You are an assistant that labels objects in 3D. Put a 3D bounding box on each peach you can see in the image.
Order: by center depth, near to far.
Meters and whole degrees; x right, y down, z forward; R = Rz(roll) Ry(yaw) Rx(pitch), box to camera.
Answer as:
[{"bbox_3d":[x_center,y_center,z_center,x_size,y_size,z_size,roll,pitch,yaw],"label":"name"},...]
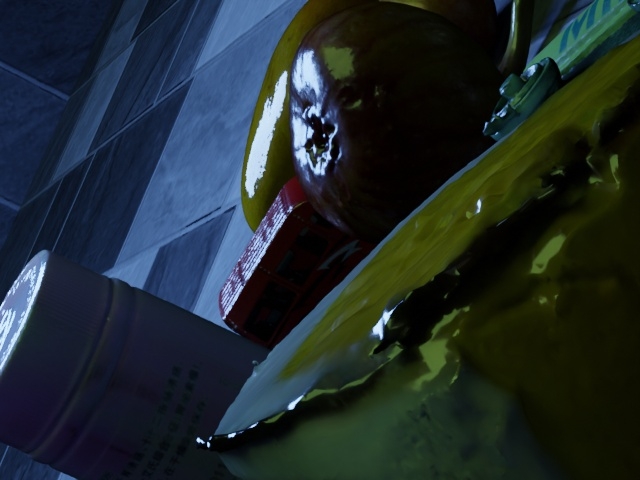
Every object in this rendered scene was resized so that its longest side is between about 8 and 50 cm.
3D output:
[{"bbox_3d":[0.092,-0.172,1.537,0.100,0.101,0.100,-54,19,28],"label":"peach"}]

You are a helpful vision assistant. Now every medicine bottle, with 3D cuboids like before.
[{"bbox_3d":[-0.130,0.124,1.472,0.152,0.254,0.152,-55,18,27],"label":"medicine bottle"}]

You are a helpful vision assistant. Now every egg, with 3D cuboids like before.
[{"bbox_3d":[0.118,0.054,0.923,0.337,0.201,0.337,-38,4,3],"label":"egg"}]

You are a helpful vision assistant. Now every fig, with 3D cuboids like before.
[{"bbox_3d":[0.083,-0.089,1.396,0.175,0.207,0.175,20,114,53],"label":"fig"}]

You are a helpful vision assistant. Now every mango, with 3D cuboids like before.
[{"bbox_3d":[-0.001,-0.118,1.703,0.253,0.113,0.138,-66,16,-2],"label":"mango"}]

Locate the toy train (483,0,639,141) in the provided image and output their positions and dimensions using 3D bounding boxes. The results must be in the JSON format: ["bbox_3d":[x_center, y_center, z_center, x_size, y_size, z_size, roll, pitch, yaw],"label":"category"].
[{"bbox_3d":[0.200,-0.123,1.144,0.253,0.105,0.157,-44,12,44],"label":"toy train"}]

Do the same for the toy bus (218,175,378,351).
[{"bbox_3d":[0.000,0.000,1.561,0.195,0.089,0.081,-57,18,18],"label":"toy bus"}]
